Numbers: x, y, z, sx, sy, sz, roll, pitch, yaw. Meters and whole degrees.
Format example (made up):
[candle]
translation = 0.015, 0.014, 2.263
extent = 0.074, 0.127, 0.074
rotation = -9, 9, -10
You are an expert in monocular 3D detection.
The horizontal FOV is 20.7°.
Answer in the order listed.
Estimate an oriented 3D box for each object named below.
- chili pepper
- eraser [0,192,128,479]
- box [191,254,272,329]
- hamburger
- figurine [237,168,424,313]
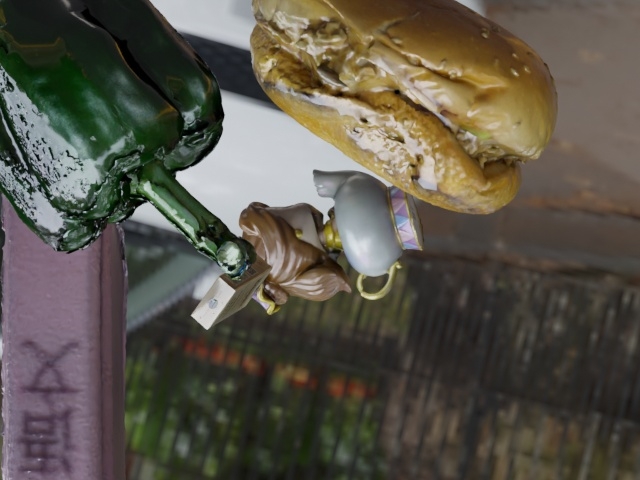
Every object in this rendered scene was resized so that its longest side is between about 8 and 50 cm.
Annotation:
[chili pepper]
translation = -0.149, -0.065, 1.267
extent = 0.261, 0.165, 0.174
rotation = 56, -158, 2
[eraser]
translation = -0.277, 0.140, 1.922
extent = 0.122, 0.359, 0.272
rotation = -1, 166, 1
[box]
translation = -0.083, 0.048, 1.648
extent = 0.024, 0.053, 0.083
rotation = 40, -155, 8
[hamburger]
translation = 0.068, -0.145, 1.549
extent = 0.290, 0.170, 0.314
rotation = 26, -172, -3
[figurine]
translation = 0.000, 0.000, 2.313
extent = 0.263, 0.189, 0.142
rotation = -16, 164, 8
